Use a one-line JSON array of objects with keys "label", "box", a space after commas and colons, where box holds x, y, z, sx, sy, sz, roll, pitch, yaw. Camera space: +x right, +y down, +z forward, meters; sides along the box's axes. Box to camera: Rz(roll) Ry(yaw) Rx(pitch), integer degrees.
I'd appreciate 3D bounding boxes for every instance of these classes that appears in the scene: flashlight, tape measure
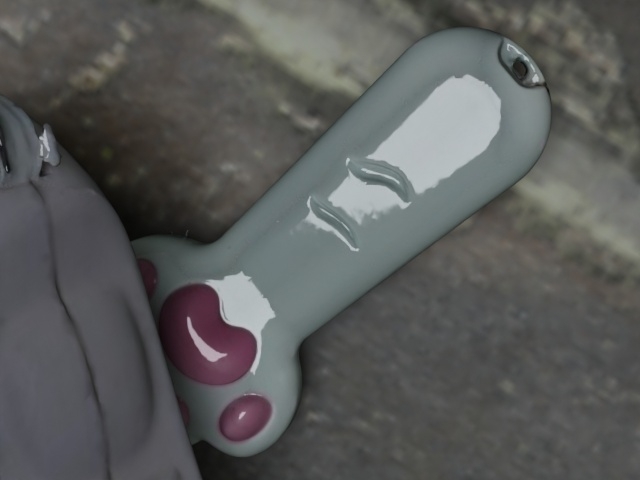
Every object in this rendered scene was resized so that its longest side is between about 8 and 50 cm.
[{"label": "flashlight", "box": [0.000, 0.000, 0.631, 0.200, 0.047, 0.093, -40, 89, 14]}, {"label": "tape measure", "box": [-0.137, 0.055, 0.609, 0.197, 0.120, 0.236, -5, 104, 42]}]
